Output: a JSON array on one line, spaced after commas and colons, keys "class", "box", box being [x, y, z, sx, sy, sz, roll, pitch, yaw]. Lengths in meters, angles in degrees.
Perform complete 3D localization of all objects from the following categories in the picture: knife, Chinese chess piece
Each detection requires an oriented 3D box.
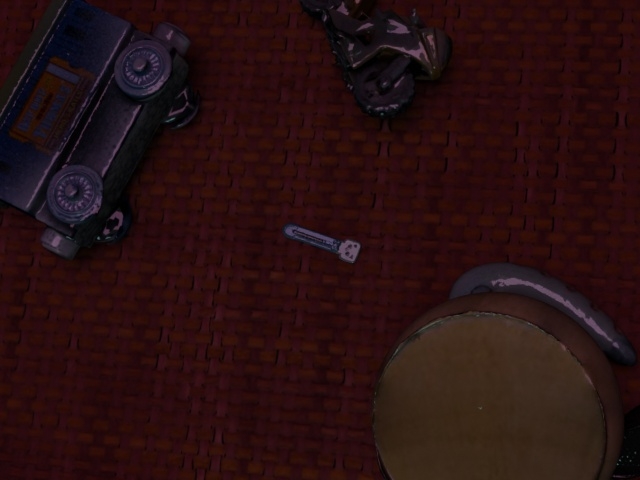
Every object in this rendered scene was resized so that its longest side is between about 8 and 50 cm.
[{"class": "knife", "box": [0.000, 0.000, 1.515, 0.096, 0.010, 0.027, 19, 80, 15]}, {"class": "Chinese chess piece", "box": [0.178, 0.180, 1.349, 0.257, 0.104, 0.257, 3, 99, 19]}]

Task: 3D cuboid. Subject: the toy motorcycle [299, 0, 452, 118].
[{"class": "toy motorcycle", "box": [0.067, -0.241, 1.525, 0.129, 0.094, 0.229, -27, 60, -1]}]

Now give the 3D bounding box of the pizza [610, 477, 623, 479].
[{"class": "pizza", "box": [0.320, 0.297, 1.375, 0.100, 0.029, 0.099, 2, 85, 14]}]

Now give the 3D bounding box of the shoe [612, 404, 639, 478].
[{"class": "shoe", "box": [0.350, 0.195, 1.377, 0.159, 0.053, 0.062, -30, 109, 23]}]

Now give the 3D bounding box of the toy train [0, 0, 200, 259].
[{"class": "toy train", "box": [-0.280, -0.139, 1.542, 0.202, 0.131, 0.300, 26, 82, 18]}]

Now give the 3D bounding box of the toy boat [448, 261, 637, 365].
[{"class": "toy boat", "box": [0.229, 0.101, 1.413, 0.207, 0.079, 0.134, 37, 89, 15]}]
